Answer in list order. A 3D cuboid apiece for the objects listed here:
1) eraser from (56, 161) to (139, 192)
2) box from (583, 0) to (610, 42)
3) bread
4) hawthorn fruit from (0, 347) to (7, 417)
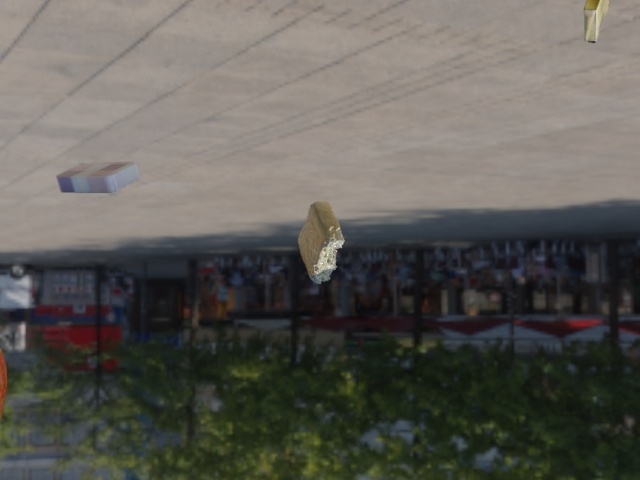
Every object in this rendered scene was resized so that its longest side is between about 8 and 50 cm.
[{"bbox_3d":[-0.307,-0.087,1.245,0.105,0.026,0.065,2,-154,28],"label":"eraser"},{"bbox_3d":[0.397,-0.355,1.261,0.020,0.149,0.073,16,160,23],"label":"box"},{"bbox_3d":[0.000,0.000,1.051,0.035,0.070,0.083,-6,140,-20],"label":"bread"},{"bbox_3d":[-0.405,0.177,0.812,0.210,0.262,0.210,14,169,3],"label":"hawthorn fruit"}]
